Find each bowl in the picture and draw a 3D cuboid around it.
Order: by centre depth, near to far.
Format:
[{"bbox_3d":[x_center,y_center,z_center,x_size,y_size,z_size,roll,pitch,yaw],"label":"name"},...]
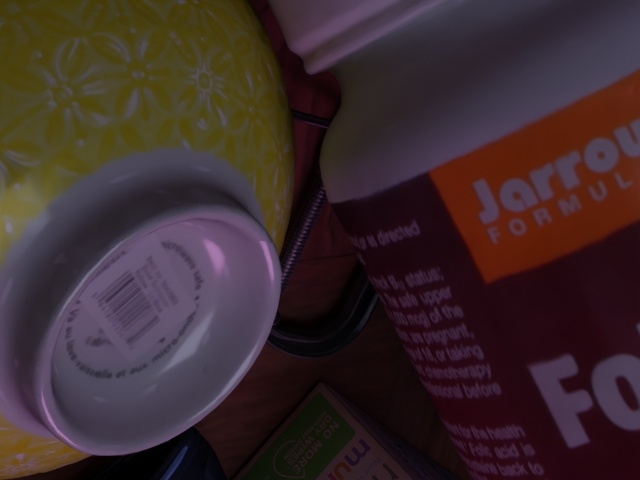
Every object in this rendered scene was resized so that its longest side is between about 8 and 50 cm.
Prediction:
[{"bbox_3d":[-0.107,0.000,0.527,0.289,0.156,0.289,-27,135,-30],"label":"bowl"}]

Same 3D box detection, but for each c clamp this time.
[{"bbox_3d":[0.000,0.000,0.731,0.137,0.022,0.160,3,115,-43],"label":"c clamp"}]

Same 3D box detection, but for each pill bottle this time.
[{"bbox_3d":[0.137,0.000,0.563,0.224,0.224,0.392,-29,97,-17],"label":"pill bottle"}]

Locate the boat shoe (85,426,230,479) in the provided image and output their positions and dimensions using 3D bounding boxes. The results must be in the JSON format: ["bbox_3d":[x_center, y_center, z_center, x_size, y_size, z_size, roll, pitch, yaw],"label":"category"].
[{"bbox_3d":[-0.169,0.186,0.691,0.258,0.109,0.089,-38,129,-32],"label":"boat shoe"}]

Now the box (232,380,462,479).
[{"bbox_3d":[0.006,0.265,0.833,0.262,0.127,0.231,-49,134,2],"label":"box"}]
